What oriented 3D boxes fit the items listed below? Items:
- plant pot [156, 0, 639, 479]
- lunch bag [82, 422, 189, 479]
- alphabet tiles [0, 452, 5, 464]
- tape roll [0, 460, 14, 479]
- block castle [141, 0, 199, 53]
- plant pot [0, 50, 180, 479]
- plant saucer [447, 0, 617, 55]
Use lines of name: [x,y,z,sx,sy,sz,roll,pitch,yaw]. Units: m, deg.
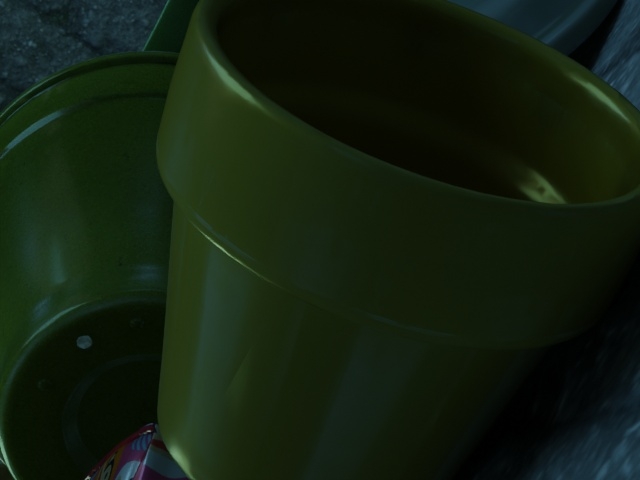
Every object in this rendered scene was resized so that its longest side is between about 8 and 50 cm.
plant pot: [0.022,0.018,0.985,0.254,0.254,0.239,-69,0,-63]
lunch bag: [-0.131,0.265,1.181,0.258,0.120,0.293,-48,21,56]
alphabet tiles: [-0.238,0.205,1.738,0.021,0.278,0.284,-39,8,3]
tape roll: [-0.294,0.312,1.730,0.169,0.246,0.246,-55,7,2]
block castle: [-0.051,-0.165,1.971,0.453,0.303,0.213,-62,6,1]
plant pot: [-0.151,0.070,1.621,0.366,0.366,0.353,-54,18,20]
plant saucer: [0.043,-0.187,1.510,0.400,0.100,0.400,-23,24,11]
